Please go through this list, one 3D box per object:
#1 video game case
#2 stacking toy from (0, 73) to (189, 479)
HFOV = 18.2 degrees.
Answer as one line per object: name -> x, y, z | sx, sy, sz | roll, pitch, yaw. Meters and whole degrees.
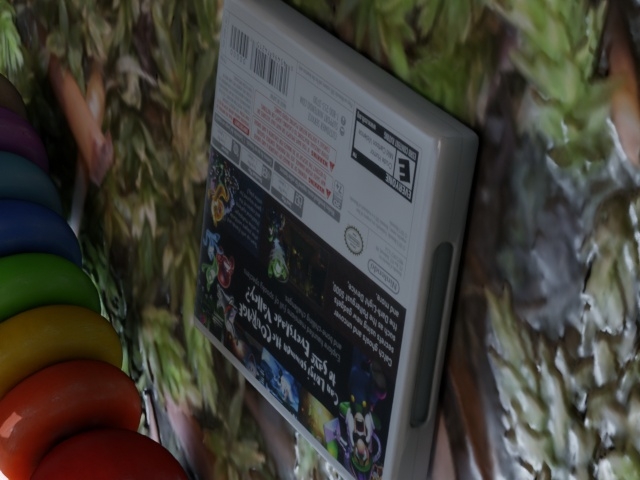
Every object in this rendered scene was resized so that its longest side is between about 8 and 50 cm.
video game case -> 0.000, 0.000, 0.863 | 0.190, 0.022, 0.173 | 40, 130, 51
stacking toy -> -0.163, 0.052, 1.083 | 0.330, 0.141, 0.141 | 54, 141, 33
